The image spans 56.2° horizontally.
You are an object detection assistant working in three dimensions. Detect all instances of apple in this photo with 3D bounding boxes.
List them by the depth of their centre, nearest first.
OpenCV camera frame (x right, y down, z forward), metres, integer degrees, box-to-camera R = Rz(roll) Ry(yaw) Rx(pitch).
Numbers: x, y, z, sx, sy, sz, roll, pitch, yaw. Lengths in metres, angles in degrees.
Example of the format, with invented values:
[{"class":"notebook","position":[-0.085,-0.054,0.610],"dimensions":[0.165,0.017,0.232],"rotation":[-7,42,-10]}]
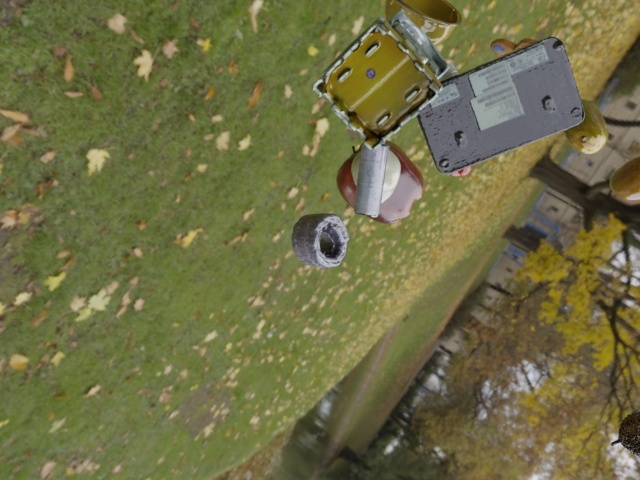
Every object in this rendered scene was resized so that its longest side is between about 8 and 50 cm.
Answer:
[{"class":"apple","position":[0.211,-0.215,2.145],"dimensions":[0.288,0.317,0.288],"rotation":[-48,-170,11]}]

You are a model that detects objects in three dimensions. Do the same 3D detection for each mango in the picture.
[{"class":"mango","position":[0.691,-0.300,1.560],"dimensions":[0.092,0.130,0.195],"rotation":[-47,-176,46]},{"class":"mango","position":[1.075,-0.207,2.037],"dimensions":[0.151,0.120,0.221],"rotation":[-67,-170,-21]}]

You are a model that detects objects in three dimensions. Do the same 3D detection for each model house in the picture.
[{"class":"model house","position":[0.129,-0.332,1.235],"dimensions":[0.224,0.198,0.215],"rotation":[-41,-169,27]}]

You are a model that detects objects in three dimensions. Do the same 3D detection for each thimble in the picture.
[{"class":"thimble","position":[-0.002,-0.001,1.636],"dimensions":[0.150,0.097,0.150],"rotation":[-1,92,-46]}]

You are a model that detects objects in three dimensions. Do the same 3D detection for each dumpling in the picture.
[{"class":"dumpling","position":[0.145,-0.152,1.608],"dimensions":[0.252,0.131,0.179],"rotation":[85,11,-63]}]

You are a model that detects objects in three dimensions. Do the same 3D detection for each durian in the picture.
[{"class":"durian","position":[0.966,0.595,1.784],"dimensions":[0.091,0.188,0.148],"rotation":[-33,108,-76]}]

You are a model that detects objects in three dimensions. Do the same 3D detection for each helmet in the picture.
[{"class":"helmet","position":[0.257,-0.614,1.669],"dimensions":[0.205,0.257,0.140],"rotation":[-33,156,-44]}]

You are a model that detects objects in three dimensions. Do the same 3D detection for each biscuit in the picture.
[{"class":"biscuit","position":[0.696,-0.538,1.980],"dimensions":[0.324,0.205,0.049],"rotation":[42,75,-40]}]

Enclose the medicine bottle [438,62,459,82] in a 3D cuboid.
[{"class":"medicine bottle","position":[0.332,-0.398,1.518],"dimensions":[0.057,0.089,0.057],"rotation":[-26,170,-5]}]

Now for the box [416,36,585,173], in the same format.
[{"class":"box","position":[0.405,-0.306,1.382],"dimensions":[0.350,0.211,0.058],"rotation":[-21,-168,14]}]

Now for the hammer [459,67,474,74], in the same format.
[{"class":"hammer","position":[0.412,-0.365,1.532],"dimensions":[0.202,0.113,0.305],"rotation":[-36,-158,-12]}]

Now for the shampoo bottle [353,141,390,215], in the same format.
[{"class":"shampoo bottle","position":[0.123,-0.168,1.417],"dimensions":[0.072,0.072,0.214],"rotation":[-20,119,-69]}]

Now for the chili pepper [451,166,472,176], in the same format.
[{"class":"chili pepper","position":[0.431,-0.239,1.851],"dimensions":[0.084,0.086,0.192],"rotation":[-29,-179,28]}]
